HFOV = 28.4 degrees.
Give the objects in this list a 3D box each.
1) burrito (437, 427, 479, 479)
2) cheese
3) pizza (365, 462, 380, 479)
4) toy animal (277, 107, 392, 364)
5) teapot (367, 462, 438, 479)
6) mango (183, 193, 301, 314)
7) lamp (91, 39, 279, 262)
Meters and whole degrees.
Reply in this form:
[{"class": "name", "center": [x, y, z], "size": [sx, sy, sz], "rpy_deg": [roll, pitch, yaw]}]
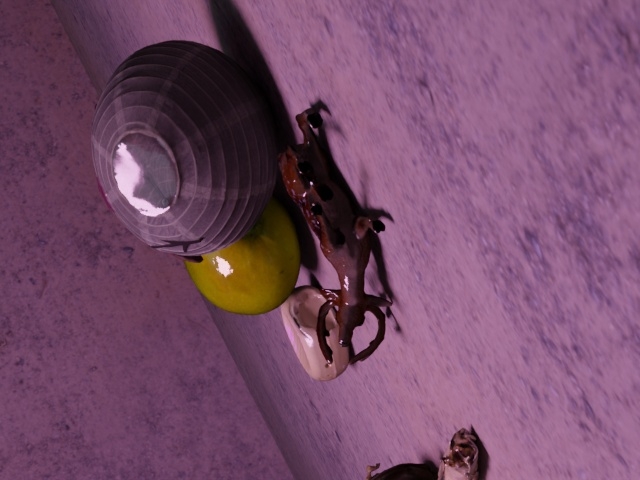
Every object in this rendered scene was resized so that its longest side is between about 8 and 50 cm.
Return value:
[{"class": "burrito", "center": [0.153, 0.256, 1.394], "size": [0.045, 0.041, 0.185], "rpy_deg": [17, 155, 10]}, {"class": "cheese", "center": [-0.007, 0.150, 1.820], "size": [0.227, 0.064, 0.137], "rpy_deg": [89, 156, -63]}, {"class": "pizza", "center": [0.087, 0.441, 1.821], "size": [0.280, 0.075, 0.287], "rpy_deg": [63, -166, -10]}, {"class": "toy animal", "center": [0.019, -0.004, 1.364], "size": [0.260, 0.087, 0.243], "rpy_deg": [93, 163, -72]}, {"class": "teapot", "center": [0.088, 0.376, 1.588], "size": [0.173, 0.183, 0.269], "rpy_deg": [55, 166, 42]}, {"class": "mango", "center": [-0.119, 0.003, 1.766], "size": [0.343, 0.156, 0.192], "rpy_deg": [-150, 45, -77]}, {"class": "lamp", "center": [-0.158, -0.107, 1.518], "size": [0.265, 0.233, 0.233], "rpy_deg": [67, 169, -7]}]
